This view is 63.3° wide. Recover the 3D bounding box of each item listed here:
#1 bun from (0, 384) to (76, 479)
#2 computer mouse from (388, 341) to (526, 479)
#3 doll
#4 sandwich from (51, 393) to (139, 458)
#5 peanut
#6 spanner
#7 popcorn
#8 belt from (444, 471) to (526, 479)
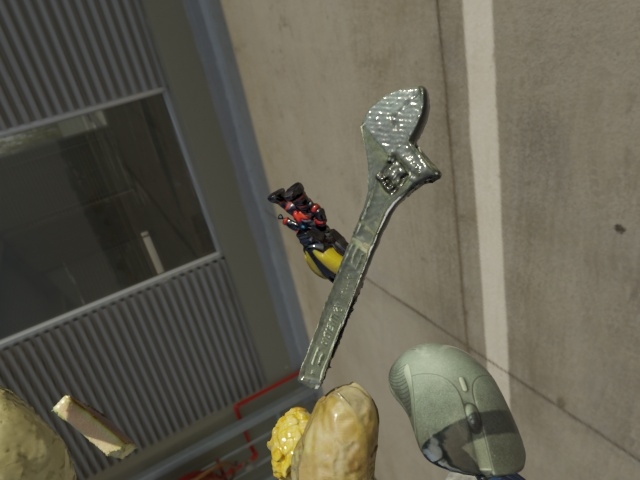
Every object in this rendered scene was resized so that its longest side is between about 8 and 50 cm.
[{"bbox_3d":[-0.588,0.394,0.871,0.362,0.234,0.326,10,130,26],"label":"bun"},{"bbox_3d":[0.210,0.251,0.770,0.379,0.167,0.090,-110,22,-66],"label":"computer mouse"},{"bbox_3d":[-0.003,0.002,0.992,0.249,0.088,0.127,54,174,-25],"label":"doll"},{"bbox_3d":[-0.531,0.461,1.250,0.162,0.058,0.193,22,152,34],"label":"sandwich"},{"bbox_3d":[0.020,0.259,0.544,0.099,0.099,0.214,156,111,-70],"label":"peanut"},{"bbox_3d":[0.037,0.010,0.504,0.093,0.026,0.325,31,110,30],"label":"spanner"},{"bbox_3d":[-0.053,0.501,1.268,0.170,0.180,0.180,16,132,31],"label":"popcorn"},{"bbox_3d":[0.299,0.543,0.858,0.347,0.212,0.117,-86,0,-63],"label":"belt"}]
